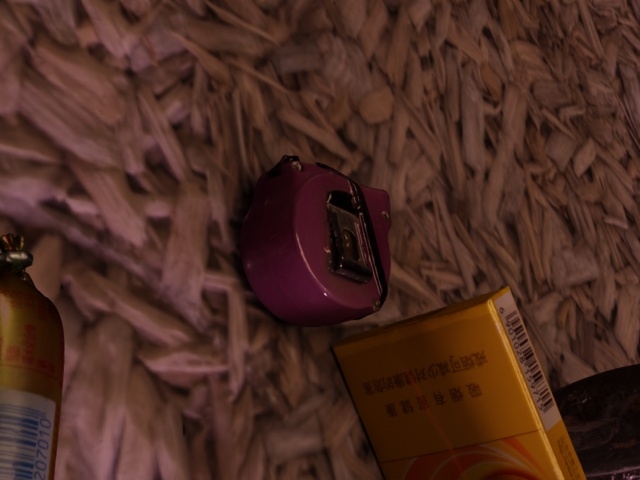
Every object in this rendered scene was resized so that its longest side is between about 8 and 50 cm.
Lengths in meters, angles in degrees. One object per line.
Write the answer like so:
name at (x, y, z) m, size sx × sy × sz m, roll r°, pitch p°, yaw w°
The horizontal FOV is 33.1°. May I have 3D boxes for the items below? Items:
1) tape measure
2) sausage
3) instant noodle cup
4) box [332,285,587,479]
tape measure at (0.000, 0.000, 0.791) m, size 0.118 × 0.074 × 0.125 m, roll 18°, pitch 58°, yaw -44°
sausage at (-0.166, 0.163, 0.514) m, size 0.082 × 0.082 × 0.372 m, roll 24°, pitch 55°, yaw -42°
instant noodle cup at (0.291, 0.237, 0.934) m, size 0.217 × 0.217 × 0.207 m, roll -30°, pitch 103°, yaw -52°
box at (0.120, 0.180, 0.789) m, size 0.043 × 0.152 × 0.269 m, roll -22°, pitch 90°, yaw -49°
